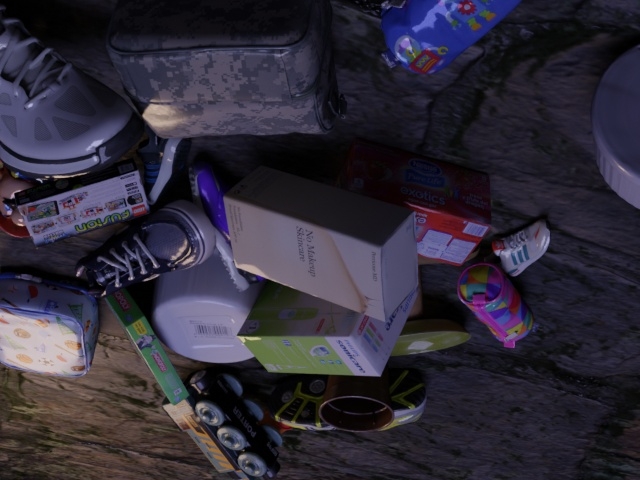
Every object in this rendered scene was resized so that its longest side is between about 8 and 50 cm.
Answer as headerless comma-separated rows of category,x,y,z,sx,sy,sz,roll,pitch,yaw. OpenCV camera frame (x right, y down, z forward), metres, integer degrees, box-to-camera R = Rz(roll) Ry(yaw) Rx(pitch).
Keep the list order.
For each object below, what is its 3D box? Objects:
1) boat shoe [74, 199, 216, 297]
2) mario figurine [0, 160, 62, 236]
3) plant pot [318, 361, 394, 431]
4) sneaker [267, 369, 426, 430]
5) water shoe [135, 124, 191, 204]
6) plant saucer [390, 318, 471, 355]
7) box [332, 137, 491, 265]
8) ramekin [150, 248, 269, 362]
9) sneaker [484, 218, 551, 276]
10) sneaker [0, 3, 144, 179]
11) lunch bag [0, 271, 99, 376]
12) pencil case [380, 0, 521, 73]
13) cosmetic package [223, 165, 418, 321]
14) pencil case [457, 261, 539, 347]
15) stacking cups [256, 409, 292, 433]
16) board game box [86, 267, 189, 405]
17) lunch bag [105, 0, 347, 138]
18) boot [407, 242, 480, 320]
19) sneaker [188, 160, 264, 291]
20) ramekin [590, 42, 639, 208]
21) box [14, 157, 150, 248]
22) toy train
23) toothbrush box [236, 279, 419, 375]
boat shoe,-0.324,0.031,1.677,0.127,0.158,0.340,58,147,-7
mario figurine,-0.486,-0.107,1.589,0.198,0.170,0.320,39,131,2
plant pot,0.086,0.318,2.073,0.167,0.165,0.167,4,142,3
sneaker,0.064,0.406,2.208,0.385,0.145,0.147,-3,141,13
water shoe,-0.282,-0.143,1.624,0.080,0.073,0.203,39,141,3
plant saucer,0.197,0.204,1.962,0.241,0.037,0.241,-6,164,-2
box,0.154,-0.065,1.607,0.257,0.122,0.128,14,140,-10
ramekin,-0.216,0.137,1.904,0.277,0.135,0.277,4,143,3
sneaker,0.366,0.012,1.733,0.075,0.057,0.161,12,145,-17
sneaker,-0.455,-0.253,1.304,0.447,0.169,0.257,22,147,33
lunch bag,-0.616,0.184,2.036,0.243,0.115,0.303,11,143,-3
pencil case,0.202,-0.350,1.240,0.133,0.119,0.306,28,137,-23
cosmetic package,0.000,0.000,1.532,0.309,0.113,0.160,18,133,31
pencil case,0.347,0.126,1.813,0.104,0.104,0.236,-14,148,24
stacking cups,-0.150,0.480,2.389,0.096,0.096,0.316,27,132,-25
board game box,-0.385,0.189,1.946,0.046,0.213,0.317,-33,143,-15
lunch bag,-0.127,-0.254,1.328,0.305,0.212,0.256,0,145,11
boot,0.187,0.063,1.805,0.236,0.089,0.269,11,143,14
sneaker,-0.137,-0.045,1.702,0.146,0.102,0.293,-20,130,3
ramekin,0.525,-0.155,1.345,0.273,0.272,0.127,0,154,8
box,-0.405,-0.064,1.590,0.207,0.036,0.114,-18,142,-11
toy train,-0.236,0.456,2.262,0.190,0.142,0.334,-19,115,37
toothbrush box,0.014,0.137,1.751,0.283,0.206,0.122,-3,135,40
